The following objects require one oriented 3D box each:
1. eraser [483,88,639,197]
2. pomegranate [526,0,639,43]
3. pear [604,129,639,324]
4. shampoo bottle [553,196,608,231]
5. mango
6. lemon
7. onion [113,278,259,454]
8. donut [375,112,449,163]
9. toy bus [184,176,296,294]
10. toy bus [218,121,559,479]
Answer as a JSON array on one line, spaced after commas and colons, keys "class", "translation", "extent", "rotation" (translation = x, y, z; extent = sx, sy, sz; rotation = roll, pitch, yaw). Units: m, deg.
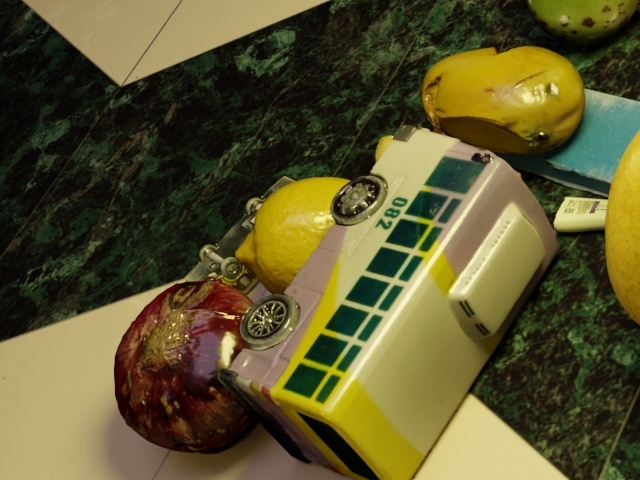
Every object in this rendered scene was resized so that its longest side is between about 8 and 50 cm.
[{"class": "eraser", "translation": [0.365, -0.141, 2.083], "extent": [0.144, 0.042, 0.312], "rotation": [-49, 38, -15]}, {"class": "pomegranate", "translation": [0.420, -0.390, 2.201], "extent": [0.248, 0.214, 0.214], "rotation": [2, 44, -2]}, {"class": "pear", "translation": [0.468, -0.026, 1.672], "extent": [0.314, 0.314, 0.314], "rotation": [-22, 40, 20]}, {"class": "shampoo bottle", "translation": [0.374, -0.032, 1.969], "extent": [0.141, 0.034, 0.049], "rotation": [3, 46, 41]}, {"class": "mango", "translation": [0.246, -0.200, 2.091], "extent": [0.262, 0.130, 0.167], "rotation": [10, 48, 39]}, {"class": "lemon", "translation": [0.000, 0.000, 2.117], "extent": [0.244, 0.187, 0.187], "rotation": [-10, 42, 4]}, {"class": "onion", "translation": [-0.164, 0.176, 2.067], "extent": [0.246, 0.190, 0.246], "rotation": [-20, 58, 35]}, {"class": "donut", "translation": [0.161, -0.139, 2.224], "extent": [0.181, 0.078, 0.146], "rotation": [-36, 34, 5]}, {"class": "toy bus", "translation": [-0.103, 0.003, 2.291], "extent": [0.226, 0.074, 0.081], "rotation": [-48, 39, -14]}, {"class": "toy bus", "translation": [0.106, 0.078, 1.925], "extent": [0.249, 0.209, 0.440], "rotation": [15, 62, 45]}]
